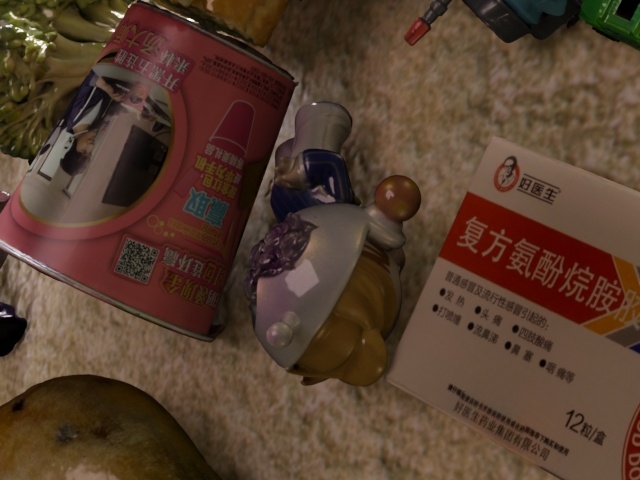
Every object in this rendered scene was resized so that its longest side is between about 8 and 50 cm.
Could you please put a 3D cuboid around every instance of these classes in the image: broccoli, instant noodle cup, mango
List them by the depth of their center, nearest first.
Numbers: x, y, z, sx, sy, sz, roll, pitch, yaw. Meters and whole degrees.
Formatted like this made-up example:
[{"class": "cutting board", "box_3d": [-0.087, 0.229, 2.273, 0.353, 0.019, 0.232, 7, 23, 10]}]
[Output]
[{"class": "mango", "box_3d": [-0.169, 0.234, 1.727, 0.329, 0.175, 0.176, 33, 140, 32]}, {"class": "instant noodle cup", "box_3d": [-0.146, -0.067, 1.767, 0.244, 0.244, 0.255, 27, 90, 48]}, {"class": "broccoli", "box_3d": [-0.211, -0.178, 1.938, 0.243, 0.263, 0.247, 2, 110, 22]}]

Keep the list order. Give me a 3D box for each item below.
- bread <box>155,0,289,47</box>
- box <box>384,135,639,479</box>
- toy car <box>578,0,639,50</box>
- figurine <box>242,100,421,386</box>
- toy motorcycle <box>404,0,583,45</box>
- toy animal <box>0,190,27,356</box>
[{"class": "bread", "box_3d": [-0.056, -0.373, 1.755, 0.375, 0.165, 0.236, -61, 29, 4]}, {"class": "box", "box_3d": [0.215, 0.072, 1.459, 0.353, 0.069, 0.214, 27, 94, 46]}, {"class": "toy car", "box_3d": [0.258, -0.171, 1.510, 0.165, 0.062, 0.071, 36, 101, 47]}, {"class": "figurine", "box_3d": [0.005, -0.009, 1.641, 0.194, 0.133, 0.274, -38, 40, 52]}, {"class": "toy motorcycle", "box_3d": [0.113, -0.255, 1.655, 0.182, 0.123, 0.272, -45, 45, 9]}, {"class": "toy animal", "box_3d": [-0.418, 0.019, 2.110, 0.324, 0.090, 0.195, 20, 89, 46]}]
